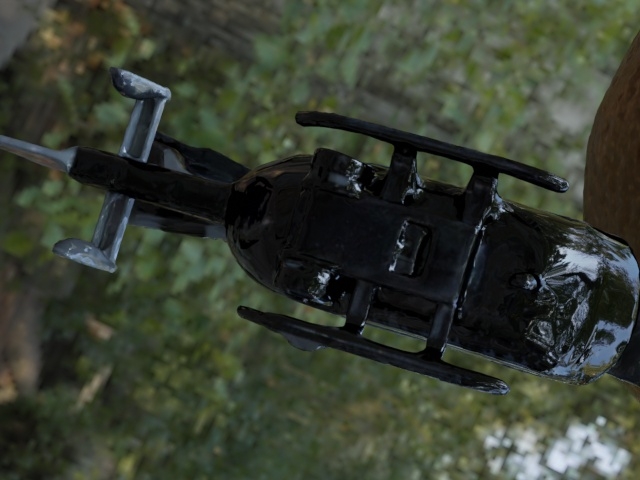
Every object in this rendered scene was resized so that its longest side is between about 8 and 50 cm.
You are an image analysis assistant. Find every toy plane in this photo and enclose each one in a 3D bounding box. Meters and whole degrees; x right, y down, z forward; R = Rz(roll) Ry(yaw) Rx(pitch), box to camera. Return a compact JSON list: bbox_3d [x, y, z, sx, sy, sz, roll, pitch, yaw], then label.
[{"bbox_3d":[-0.001,0.000,0.414,0.078,0.197,0.053,29,77,-73],"label":"toy plane"}]

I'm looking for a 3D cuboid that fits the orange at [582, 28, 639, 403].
[{"bbox_3d":[0.224,-0.006,0.666,0.264,0.264,0.264,-60,-168,22],"label":"orange"}]
